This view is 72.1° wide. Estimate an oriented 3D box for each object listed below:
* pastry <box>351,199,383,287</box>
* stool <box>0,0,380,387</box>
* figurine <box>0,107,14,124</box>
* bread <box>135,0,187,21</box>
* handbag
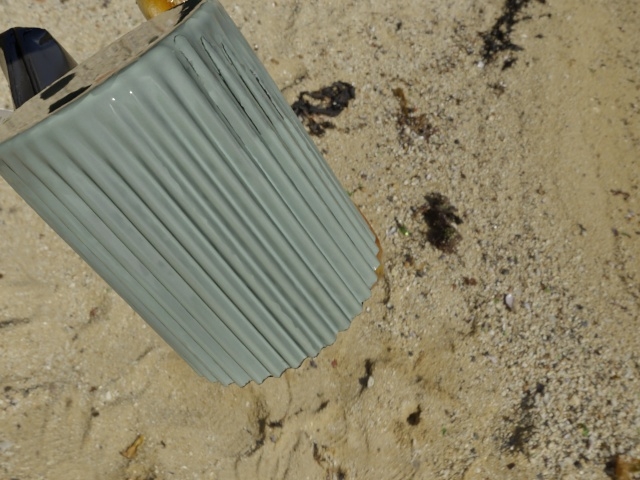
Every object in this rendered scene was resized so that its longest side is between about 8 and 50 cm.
[{"bbox_3d":[0.000,0.000,1.008,0.356,0.164,0.355,33,33,-26],"label":"pastry"},{"bbox_3d":[-0.127,-0.050,0.494,0.297,0.330,0.297,-20,38,16],"label":"stool"},{"bbox_3d":[-0.969,-0.304,1.329,0.167,0.141,0.250,7,25,-20],"label":"figurine"},{"bbox_3d":[-0.350,-0.698,1.117,0.314,0.192,0.171,-45,23,-17],"label":"bread"},{"bbox_3d":[-0.588,-0.269,1.022,0.152,0.342,0.287,-20,74,-1],"label":"handbag"}]
